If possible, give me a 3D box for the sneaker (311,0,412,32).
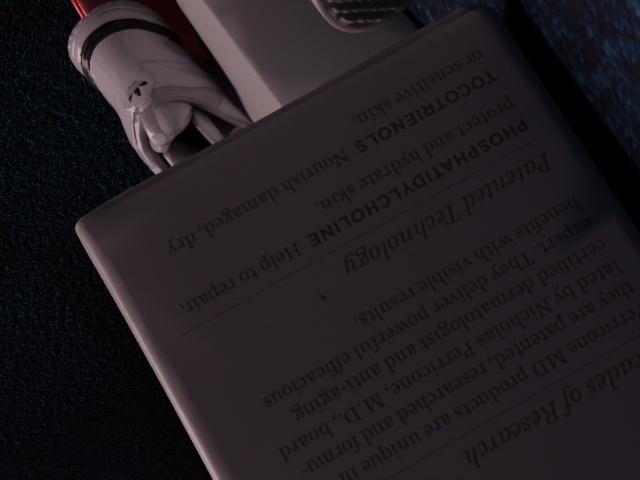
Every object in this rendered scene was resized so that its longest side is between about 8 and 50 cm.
[{"bbox_3d":[-0.028,-0.298,0.876,0.150,0.135,0.366,52,171,29],"label":"sneaker"}]

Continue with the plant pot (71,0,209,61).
[{"bbox_3d":[-0.204,-0.342,1.672,0.275,0.243,0.275,59,175,8],"label":"plant pot"}]

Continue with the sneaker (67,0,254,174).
[{"bbox_3d":[-0.133,-0.138,1.499,0.366,0.137,0.210,25,-153,-54],"label":"sneaker"}]

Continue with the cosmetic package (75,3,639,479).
[{"bbox_3d":[0.075,0.112,0.941,0.393,0.327,0.329,59,174,14],"label":"cosmetic package"}]

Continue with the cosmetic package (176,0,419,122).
[{"bbox_3d":[-0.022,-0.201,1.273,0.385,0.156,0.217,54,173,35],"label":"cosmetic package"}]
